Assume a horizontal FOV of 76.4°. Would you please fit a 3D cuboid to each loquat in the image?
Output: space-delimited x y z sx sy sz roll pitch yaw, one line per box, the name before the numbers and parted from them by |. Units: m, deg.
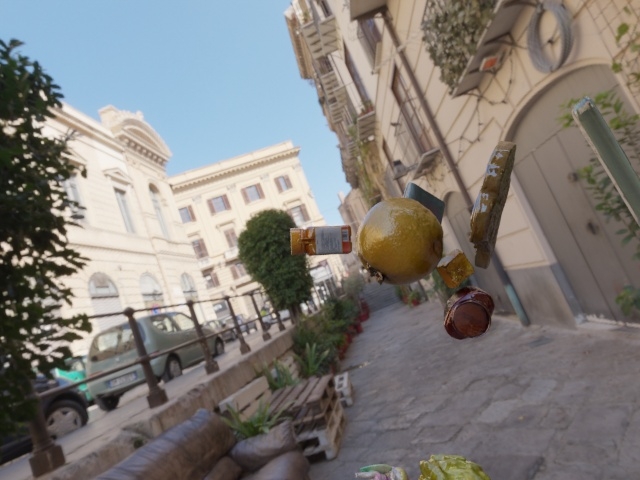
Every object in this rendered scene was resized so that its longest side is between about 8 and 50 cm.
loquat | 0.177 0.005 0.931 0.208 0.207 0.208 -22 -8 -3

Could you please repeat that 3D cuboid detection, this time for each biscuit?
biscuit | 0.356 -0.054 0.860 0.183 0.047 0.319 -56 -33 -22

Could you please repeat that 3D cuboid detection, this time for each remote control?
remote control | 0.580 -0.140 0.790 0.038 0.309 0.090 -31 -2 28

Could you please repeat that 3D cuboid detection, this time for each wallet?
wallet | 0.406 -0.079 1.658 0.054 0.251 0.291 10 -6 45

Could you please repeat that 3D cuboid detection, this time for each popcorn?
popcorn | 0.322 0.624 0.939 0.193 0.232 0.266 -8 -10 -9

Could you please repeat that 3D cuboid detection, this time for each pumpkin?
pumpkin | 0.340 0.071 1.034 0.083 0.074 0.054 -35 9 -17

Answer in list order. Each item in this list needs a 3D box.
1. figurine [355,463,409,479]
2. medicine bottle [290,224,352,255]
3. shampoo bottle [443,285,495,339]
figurine | 0.207 0.787 1.345 0.188 0.083 0.083 0 -12 -9
medicine bottle | 0.000 0.001 1.525 0.223 0.111 0.149 -3 -1 -5
shampoo bottle | 0.276 0.135 0.766 0.102 0.064 0.260 -48 -15 9
